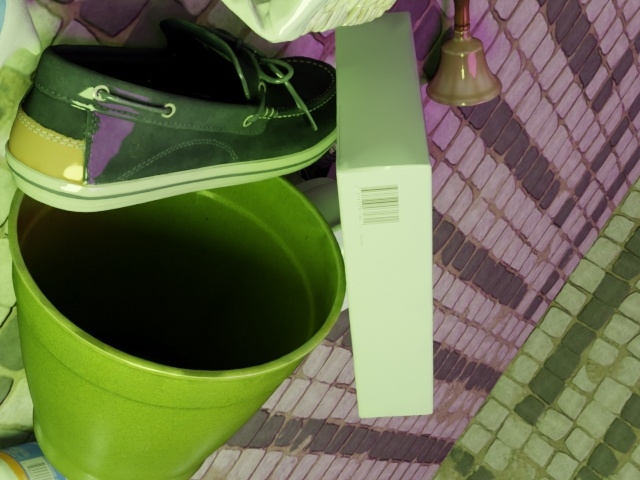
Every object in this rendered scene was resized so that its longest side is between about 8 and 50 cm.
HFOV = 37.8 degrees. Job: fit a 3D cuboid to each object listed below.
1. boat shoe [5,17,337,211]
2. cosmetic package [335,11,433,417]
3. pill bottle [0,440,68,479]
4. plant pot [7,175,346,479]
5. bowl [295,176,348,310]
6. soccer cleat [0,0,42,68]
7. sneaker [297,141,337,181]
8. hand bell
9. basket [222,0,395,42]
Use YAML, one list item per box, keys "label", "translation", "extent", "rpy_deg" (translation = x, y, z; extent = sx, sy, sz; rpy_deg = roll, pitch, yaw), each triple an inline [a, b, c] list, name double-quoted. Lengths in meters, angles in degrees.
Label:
- label: "boat shoe"
  translation: [-0.121, -0.164, 1.052]
  extent: [0.500, 0.187, 0.156]
  rpy_deg: [-21, 133, -49]
- label: "cosmetic package"
  translation: [0.074, -0.024, 1.073]
  extent: [0.097, 0.284, 0.377]
  rpy_deg: [-5, 133, 2]
- label: "pill bottle"
  translation: [-0.351, 0.343, 1.282]
  extent: [0.272, 0.152, 0.152]
  rpy_deg: [0, 121, -56]
- label: "plant pot"
  translation: [-0.202, 0.118, 1.119]
  extent: [0.366, 0.366, 0.353]
  rpy_deg: [-24, 151, -42]
- label: "bowl"
  translation: [0.000, 0.000, 1.418]
  extent: [0.298, 0.134, 0.298]
  rpy_deg: [-27, 155, -14]
- label: "soccer cleat"
  translation: [-0.377, -0.106, 0.820]
  extent: [0.331, 0.116, 0.143]
  rpy_deg: [-46, 156, -11]
- label: "sneaker"
  translation: [0.020, -0.154, 1.386]
  extent: [0.072, 0.077, 0.178]
  rpy_deg: [-18, 135, -45]
- label: "hand bell"
  translation: [0.224, -0.348, 1.485]
  extent: [0.126, 0.126, 0.242]
  rpy_deg: [-34, 133, -32]
- label: "basket"
  translation: [-0.002, -0.384, 0.753]
  extent: [0.328, 0.331, 0.266]
  rpy_deg: [-48, 172, 26]
